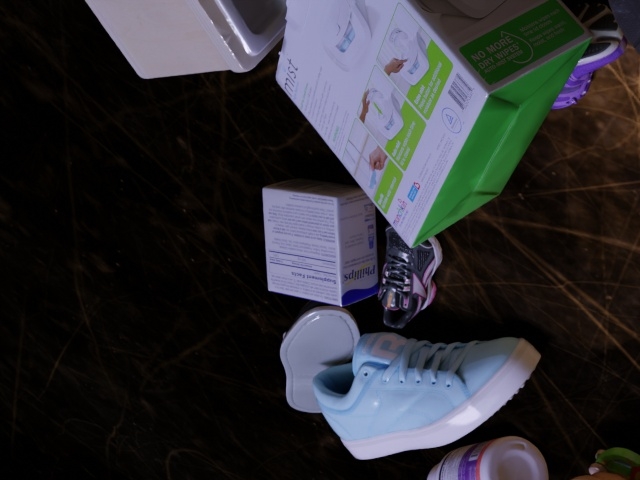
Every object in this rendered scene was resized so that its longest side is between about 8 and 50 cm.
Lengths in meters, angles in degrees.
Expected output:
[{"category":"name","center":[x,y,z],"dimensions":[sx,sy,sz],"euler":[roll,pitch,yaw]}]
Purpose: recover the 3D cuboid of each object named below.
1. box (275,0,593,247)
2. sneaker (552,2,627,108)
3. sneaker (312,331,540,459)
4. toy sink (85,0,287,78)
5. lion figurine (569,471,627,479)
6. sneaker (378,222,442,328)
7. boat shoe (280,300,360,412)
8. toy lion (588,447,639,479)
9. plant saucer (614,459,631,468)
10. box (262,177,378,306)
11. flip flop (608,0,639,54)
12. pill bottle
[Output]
[{"category":"box","center":[0.083,-0.161,1.064],"dimensions":[0.231,0.126,0.262],"euler":[52,156,18]},{"category":"sneaker","center":[0.224,-0.158,1.062],"dimensions":[0.071,0.068,0.170],"euler":[29,163,-15]},{"category":"sneaker","center":[0.115,0.182,1.545],"dimensions":[0.150,0.135,0.366],"euler":[49,134,-11]},{"category":"toy sink","center":[-0.096,-0.256,1.174],"dimensions":[0.234,0.153,0.131],"euler":[1,135,46]},{"category":"lion figurine","center":[0.417,0.368,1.421],"dimensions":[0.392,0.142,0.240],"euler":[15,132,20]},{"category":"sneaker","center":[0.105,0.048,1.460],"dimensions":[0.072,0.077,0.178],"euler":[21,146,27]},{"category":"boat shoe","center":[-0.006,0.147,1.708],"dimensions":[0.114,0.091,0.302],"euler":[6,147,-7]},{"category":"toy lion","center":[0.402,0.295,1.485],"dimensions":[0.100,0.034,0.096],"euler":[40,144,-1]},{"category":"plant saucer","center":[0.419,0.323,1.557],"dimensions":[0.119,0.021,0.119],"euler":[29,149,19]},{"category":"box","center":[0.000,0.000,1.456],"dimensions":[0.126,0.072,0.137],"euler":[10,108,42]},{"category":"flip flop","center":[0.252,-0.246,0.880],"dimensions":[0.112,0.080,0.277],"euler":[-11,110,60]},{"category":"pill bottle","center":[0.234,0.349,1.714],"dimensions":[0.108,0.108,0.193],"euler":[42,151,-7]}]
